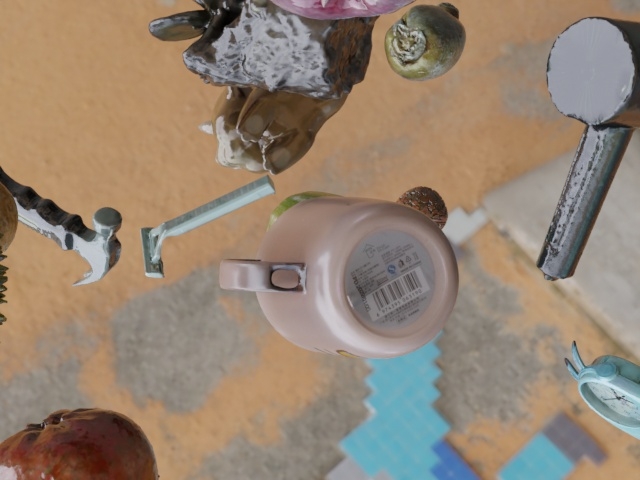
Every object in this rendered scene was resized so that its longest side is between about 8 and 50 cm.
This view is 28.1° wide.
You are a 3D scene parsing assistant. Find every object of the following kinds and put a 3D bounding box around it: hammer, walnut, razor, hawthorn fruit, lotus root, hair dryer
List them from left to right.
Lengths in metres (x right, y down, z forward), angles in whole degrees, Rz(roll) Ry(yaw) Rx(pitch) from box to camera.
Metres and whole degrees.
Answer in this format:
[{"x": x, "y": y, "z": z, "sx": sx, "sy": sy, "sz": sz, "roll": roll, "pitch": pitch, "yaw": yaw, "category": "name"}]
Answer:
[{"x": -0.403, "y": -0.034, "z": 1.462, "sx": 0.124, "sy": 0.105, "sz": 0.105, "roll": 46, "pitch": 167, "yaw": -16, "category": "walnut"}, {"x": -0.367, "y": -0.031, "z": 1.710, "sx": 0.227, "sy": 0.041, "sz": 0.158, "roll": 32, "pitch": 139, "yaw": 8, "category": "hammer"}, {"x": -0.337, "y": 0.389, "z": 1.769, "sx": 0.254, "sy": 0.254, "sz": 0.300, "roll": -173, "pitch": 67, "yaw": -69, "category": "hawthorn fruit"}, {"x": -0.205, "y": -0.043, "z": 2.260, "sx": 0.056, "sy": 0.278, "sz": 0.111, "roll": 42, "pitch": -154, "yaw": -44, "category": "razor"}, {"x": 0.120, "y": -0.223, "z": 1.427, "sx": 0.088, "sy": 0.088, "sz": 0.165, "roll": 52, "pitch": -153, "yaw": -6, "category": "lotus root"}, {"x": 0.335, "y": -0.092, "z": 1.417, "sx": 0.116, "sy": 0.244, "sz": 0.302, "roll": 39, "pitch": 118, "yaw": 42, "category": "hair dryer"}]

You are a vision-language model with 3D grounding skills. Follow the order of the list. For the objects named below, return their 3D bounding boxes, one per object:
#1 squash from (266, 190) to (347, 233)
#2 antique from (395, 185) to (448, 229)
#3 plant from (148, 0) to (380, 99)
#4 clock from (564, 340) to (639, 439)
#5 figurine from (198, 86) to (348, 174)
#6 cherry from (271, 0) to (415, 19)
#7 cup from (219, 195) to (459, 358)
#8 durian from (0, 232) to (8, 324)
[{"x": 0.000, "y": 0.000, "z": 1.903, "sx": 0.123, "sy": 0.170, "sz": 0.170, "roll": 40, "pitch": 163, "yaw": 55, "category": "squash"}, {"x": 0.182, "y": -0.050, "z": 2.314, "sx": 0.104, "sy": 0.104, "sz": 0.104, "roll": 46, "pitch": 165, "yaw": 16, "category": "antique"}, {"x": -0.070, "y": -0.289, "z": 1.631, "sx": 0.276, "sy": 0.199, "sz": 0.188, "roll": 13, "pitch": 109, "yaw": 21, "category": "plant"}, {"x": 0.349, "y": 0.176, "z": 1.508, "sx": 0.147, "sy": 0.045, "sz": 0.108, "roll": 31, "pitch": 156, "yaw": 18, "category": "clock"}, {"x": -0.077, "y": -0.217, "z": 2.055, "sx": 0.177, "sy": 0.247, "sz": 0.173, "roll": 27, "pitch": -179, "yaw": -27, "category": "figurine"}, {"x": 0.029, "y": -0.280, "z": 1.036, "sx": 0.213, "sy": 0.266, "sz": 0.183, "roll": -1, "pitch": 144, "yaw": 35, "category": "cherry"}, {"x": 0.016, "y": 0.041, "z": 1.463, "sx": 0.200, "sy": 0.253, "sz": 0.191, "roll": -178, "pitch": 91, "yaw": -69, "category": "cup"}, {"x": -0.430, "y": 0.098, "z": 1.362, "sx": 0.170, "sy": 0.355, "sz": 0.157, "roll": 23, "pitch": 178, "yaw": -16, "category": "durian"}]
